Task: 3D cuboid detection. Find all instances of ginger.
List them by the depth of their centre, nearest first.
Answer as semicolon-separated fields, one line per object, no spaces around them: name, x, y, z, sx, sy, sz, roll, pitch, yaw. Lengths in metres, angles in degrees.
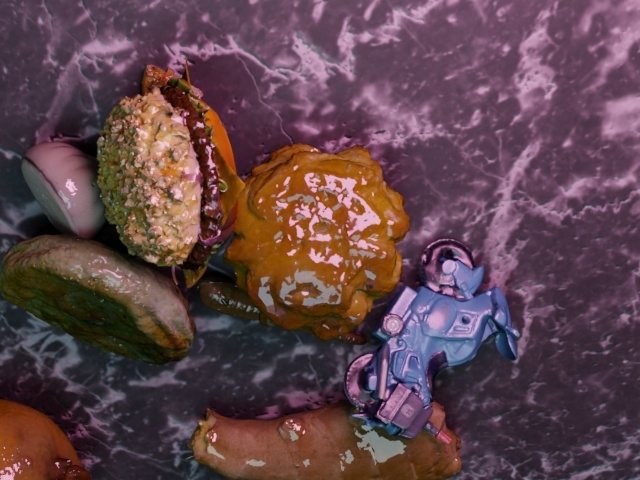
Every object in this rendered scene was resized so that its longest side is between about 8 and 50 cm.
ginger;0.013;0.304;1.875;0.375;0.166;0.236;0;152;26

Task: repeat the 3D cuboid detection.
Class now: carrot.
carrot;-0.052;0.101;1.786;0.254;0.049;0.049;19;119;-12

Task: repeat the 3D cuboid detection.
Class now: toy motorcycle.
toy motorcycle;0.155;0.146;1.718;0.182;0.123;0.272;35;82;-3

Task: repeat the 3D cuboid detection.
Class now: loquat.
loquat;-0.452;0.360;1.833;0.274;0.275;0.275;1;120;2

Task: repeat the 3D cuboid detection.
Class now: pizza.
pizza;-0.187;-0.182;1.636;0.078;0.025;0.083;-3;119;8

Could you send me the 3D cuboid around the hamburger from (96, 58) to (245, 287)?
hamburger;-0.193;-0.072;1.572;0.138;0.243;0.262;-10;145;-25

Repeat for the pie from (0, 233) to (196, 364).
pie;-0.298;0.083;1.702;0.277;0.079;0.277;13;149;8

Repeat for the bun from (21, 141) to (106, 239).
bun;-0.312;-0.071;1.663;0.094;0.138;0.138;-33;119;-20

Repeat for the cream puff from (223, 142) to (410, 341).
cream puff;-0.002;-0.004;1.630;0.244;0.196;0.244;1;119;1
